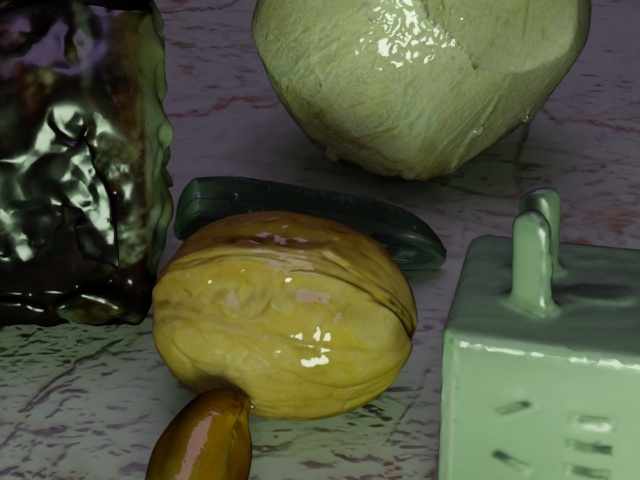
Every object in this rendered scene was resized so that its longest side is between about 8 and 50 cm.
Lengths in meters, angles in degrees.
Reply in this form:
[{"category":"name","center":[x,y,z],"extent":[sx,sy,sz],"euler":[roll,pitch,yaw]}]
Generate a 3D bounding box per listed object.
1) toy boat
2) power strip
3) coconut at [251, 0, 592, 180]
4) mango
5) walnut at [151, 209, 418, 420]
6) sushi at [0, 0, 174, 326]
[{"category":"toy boat","center":[0.000,0.000,0.902],"extent":[0.261,0.078,0.085],"euler":[9,62,-26]},{"category":"power strip","center":[0.153,0.075,0.646],"extent":[0.140,0.224,0.139],"euler":[7,30,15]},{"category":"coconut","center":[0.103,-0.238,1.119],"extent":[0.346,0.360,0.346],"euler":[20,37,-16]},{"category":"mango","center":[-0.083,0.152,0.673],"extent":[0.063,0.077,0.127],"euler":[4,36,16]},{"category":"walnut","center":[-0.030,0.056,0.768],"extent":[0.207,0.159,0.159],"euler":[4,30,14]},{"category":"sushi","center":[-0.275,-0.070,0.873],"extent":[0.294,0.299,0.281],"euler":[-4,7,-9]}]
